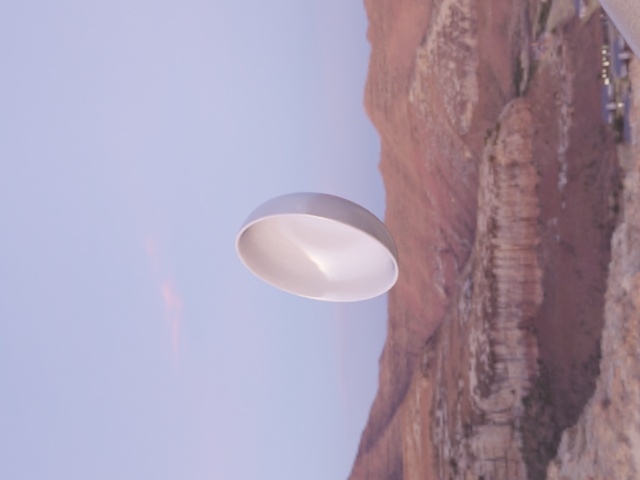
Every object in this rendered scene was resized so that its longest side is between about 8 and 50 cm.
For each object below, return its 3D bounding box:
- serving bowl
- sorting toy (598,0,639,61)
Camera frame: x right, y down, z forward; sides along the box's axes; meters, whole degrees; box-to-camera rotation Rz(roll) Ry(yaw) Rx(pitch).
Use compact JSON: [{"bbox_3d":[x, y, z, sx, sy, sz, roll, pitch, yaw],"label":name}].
[{"bbox_3d":[0.000,0.000,0.355,0.083,0.083,0.027,71,-154,-56],"label":"serving bowl"},{"bbox_3d":[0.170,-0.204,0.287,0.307,0.041,0.229,60,147,9],"label":"sorting toy"}]
